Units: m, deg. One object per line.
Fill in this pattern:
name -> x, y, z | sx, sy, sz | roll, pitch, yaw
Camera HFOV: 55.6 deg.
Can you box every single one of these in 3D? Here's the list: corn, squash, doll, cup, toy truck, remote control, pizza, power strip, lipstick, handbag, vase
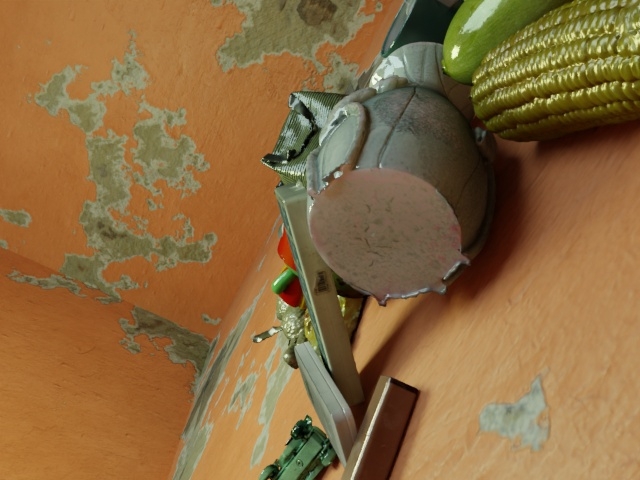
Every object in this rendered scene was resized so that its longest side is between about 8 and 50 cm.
corn -> 0.263, -0.170, 0.593 | 0.131, 0.131, 0.344 | -65, 13, -2
squash -> 0.260, -0.293, 0.781 | 0.247, 0.132, 0.132 | -43, 21, 37
doll -> 0.000, 0.000, 1.309 | 0.160, 0.182, 0.363 | 50, 139, 40
cup -> 0.226, -0.381, 1.142 | 0.167, 0.173, 0.299 | -68, 11, -22
toy truck -> -0.025, 0.343, 0.959 | 0.154, 0.080, 0.078 | -59, -16, 24
remote control -> 0.009, 0.237, 0.889 | 0.250, 0.034, 0.103 | -142, 35, -72
doll -> -0.052, 0.189, 1.442 | 0.203, 0.091, 0.286 | -58, 19, -10
pizza -> 0.019, 0.155, 1.154 | 0.280, 0.075, 0.288 | -59, 11, 29
power strip -> 0.001, 0.089, 0.907 | 0.106, 0.043, 0.367 | -129, 23, -72
lipstick -> 0.073, 0.244, 0.753 | 0.145, 0.045, 0.045 | -67, 12, -15
handbag -> -0.004, -0.252, 1.700 | 0.247, 0.240, 0.341 | 68, -140, -67
vase -> 0.125, -0.129, 0.872 | 0.250, 0.250, 0.445 | -56, 7, 38

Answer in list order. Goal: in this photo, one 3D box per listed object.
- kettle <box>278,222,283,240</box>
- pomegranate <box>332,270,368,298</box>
kettle -> 0.038, -0.073, 1.504 | 0.243, 0.160, 0.210 | -50, -12, 30
pomegranate -> 0.048, 0.026, 1.059 | 0.169, 0.148, 0.148 | 15, 75, 37
